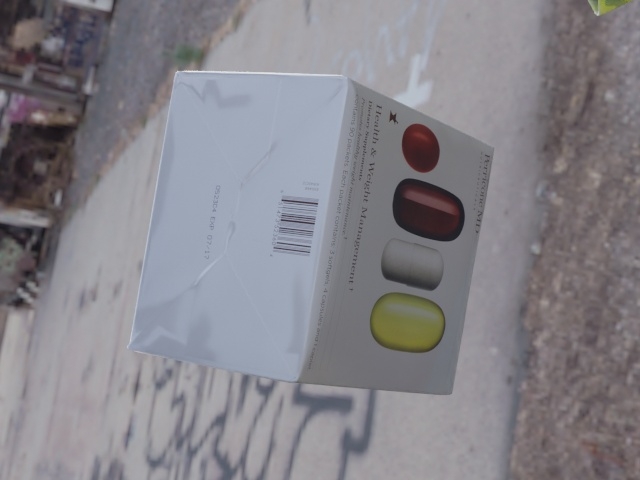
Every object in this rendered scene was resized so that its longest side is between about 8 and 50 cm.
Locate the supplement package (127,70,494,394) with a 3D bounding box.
[{"bbox_3d":[0.000,0.000,0.861,0.149,0.203,0.194,8,87,35],"label":"supplement package"}]

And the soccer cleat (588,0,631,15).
[{"bbox_3d":[0.194,-0.179,0.683,0.093,0.289,0.121,41,118,50],"label":"soccer cleat"}]
